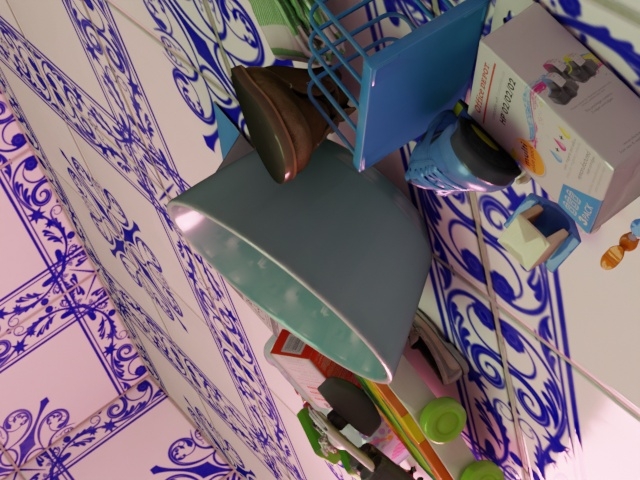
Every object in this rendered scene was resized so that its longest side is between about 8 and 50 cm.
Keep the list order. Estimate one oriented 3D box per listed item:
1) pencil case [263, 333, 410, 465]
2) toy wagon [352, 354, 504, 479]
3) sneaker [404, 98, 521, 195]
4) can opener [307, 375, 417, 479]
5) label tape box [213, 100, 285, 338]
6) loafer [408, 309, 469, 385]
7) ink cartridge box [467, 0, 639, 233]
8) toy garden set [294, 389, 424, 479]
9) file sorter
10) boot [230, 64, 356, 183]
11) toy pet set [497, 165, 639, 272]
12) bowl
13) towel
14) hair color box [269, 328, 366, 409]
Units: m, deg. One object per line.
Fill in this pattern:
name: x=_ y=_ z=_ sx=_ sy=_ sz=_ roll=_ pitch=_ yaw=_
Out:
pencil case: x=0.035 y=0.220 z=1.905 sx=0.273 sy=0.113 sz=0.124 roll=46 pitch=-167 yaw=28
toy wagon: x=0.140 y=0.246 z=1.683 sx=0.344 sy=0.068 sz=0.267 roll=58 pitch=172 yaw=-30
sneaker: x=0.112 y=-0.060 z=1.067 sx=0.069 sy=0.082 sz=0.209 roll=44 pitch=-168 yaw=-7
can opener: x=0.085 y=0.297 z=1.735 sx=0.280 sy=0.093 sz=0.074 roll=47 pitch=179 yaw=-28
label tape box: x=-0.083 y=0.001 z=1.823 sx=0.334 sy=0.106 sz=0.241 roll=47 pitch=161 yaw=23
loafer: x=0.130 y=0.127 z=1.596 sx=0.125 sy=0.039 sz=0.045 roll=46 pitch=162 yaw=28
ink cartridge box: x=0.173 y=-0.105 z=0.986 sx=0.181 sy=0.061 sz=0.104 roll=49 pitch=163 yaw=21
toy garden set: x=0.066 y=0.315 z=2.035 sx=0.244 sy=0.049 sz=0.204 roll=35 pitch=-169 yaw=-29
file sorter: x=0.056 y=-0.163 z=1.102 sx=0.104 sy=0.118 sz=0.170 roll=52 pitch=163 yaw=19
boot: x=-0.022 y=-0.134 z=1.264 sx=0.305 sy=0.115 sz=0.112 roll=-110 pitch=4 yaw=-75
toy pet set: x=0.212 y=-0.023 z=1.087 sx=0.122 sy=0.065 sz=0.114 roll=47 pitch=127 yaw=16
bowl: x=0.000 y=0.000 z=1.420 sx=0.311 sy=0.163 sz=0.311 roll=36 pitch=168 yaw=9
towel: x=-0.099 y=-0.315 z=1.283 sx=0.325 sy=0.038 sz=0.248 roll=55 pitch=176 yaw=-15
hair color box: x=-0.001 y=0.178 z=1.749 sx=0.072 sy=0.043 sz=0.141 roll=5 pitch=146 yaw=37
